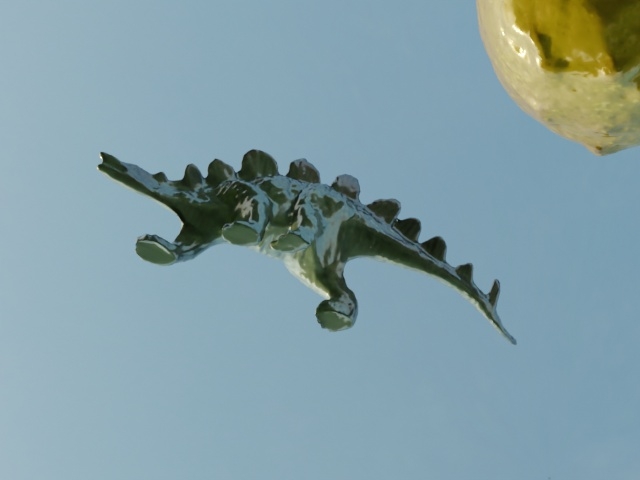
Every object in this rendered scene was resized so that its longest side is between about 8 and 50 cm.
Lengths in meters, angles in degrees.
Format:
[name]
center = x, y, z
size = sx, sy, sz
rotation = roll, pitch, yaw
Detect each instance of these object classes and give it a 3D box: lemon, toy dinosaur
[lemon]
center = 0.246, -0.195, 1.001
size = 0.233, 0.288, 0.233
rotation = -5, -108, 16
[toy dinosaur]
center = 0.001, -0.002, 0.531
size = 0.209, 0.082, 0.039
rotation = 23, -56, -12
